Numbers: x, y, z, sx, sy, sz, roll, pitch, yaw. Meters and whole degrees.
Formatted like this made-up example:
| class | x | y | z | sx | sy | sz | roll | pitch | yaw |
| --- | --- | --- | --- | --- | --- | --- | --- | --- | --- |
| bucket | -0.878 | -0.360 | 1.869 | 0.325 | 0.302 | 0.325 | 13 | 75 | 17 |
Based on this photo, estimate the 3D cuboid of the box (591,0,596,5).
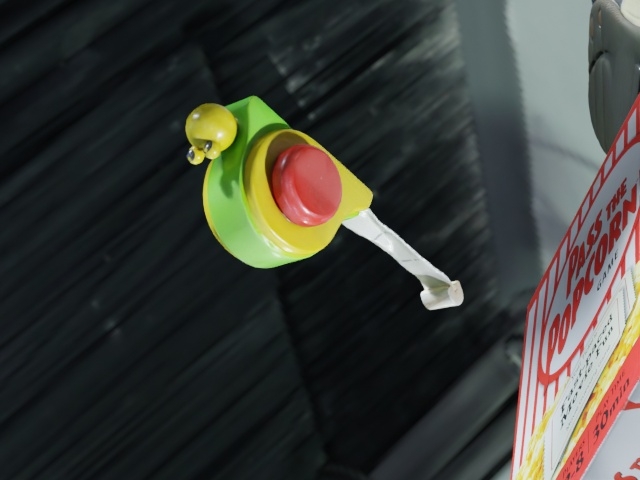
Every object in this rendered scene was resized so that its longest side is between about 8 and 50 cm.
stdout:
| class | x | y | z | sx | sy | sz | roll | pitch | yaw |
| --- | --- | --- | --- | --- | --- | --- | --- | --- | --- |
| box | 0.345 | -0.349 | 1.447 | 0.294 | 0.183 | 0.296 | 82 | -176 | -50 |

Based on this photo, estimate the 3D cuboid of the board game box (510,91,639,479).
| class | x | y | z | sx | sy | sz | roll | pitch | yaw |
| --- | --- | --- | --- | --- | --- | --- | --- | --- | --- |
| board game box | 0.115 | 0.028 | 0.534 | 0.045 | 0.193 | 0.147 | 22 | 121 | -1 |

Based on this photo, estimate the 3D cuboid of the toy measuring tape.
| class | x | y | z | sx | sy | sz | roll | pitch | yaw |
| --- | --- | --- | --- | --- | --- | --- | --- | --- | --- |
| toy measuring tape | 0.000 | 0.000 | 1.312 | 0.330 | 0.121 | 0.121 | 41 | 162 | -31 |

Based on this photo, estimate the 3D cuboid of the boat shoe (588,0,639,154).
| class | x | y | z | sx | sy | sz | roll | pitch | yaw |
| --- | --- | --- | --- | --- | --- | --- | --- | --- | --- |
| boat shoe | 0.238 | -0.066 | 0.841 | 0.324 | 0.120 | 0.122 | -99 | 7 | -62 |
